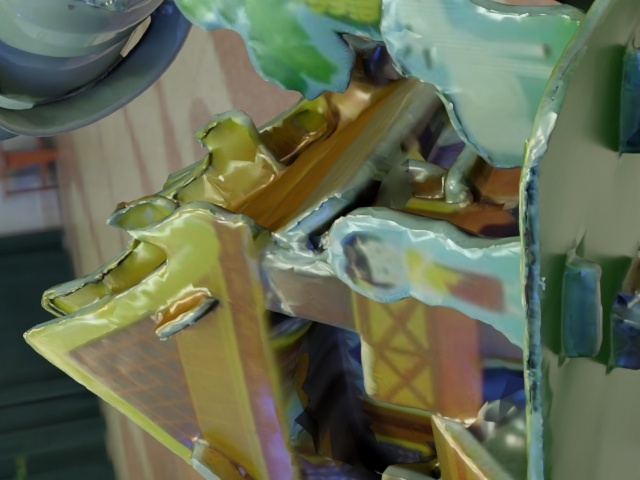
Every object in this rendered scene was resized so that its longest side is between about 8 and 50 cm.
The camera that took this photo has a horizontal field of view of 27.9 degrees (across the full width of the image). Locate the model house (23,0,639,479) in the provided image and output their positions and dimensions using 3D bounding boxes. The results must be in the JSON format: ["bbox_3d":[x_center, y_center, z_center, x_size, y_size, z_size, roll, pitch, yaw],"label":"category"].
[{"bbox_3d":[0.000,0.000,0.534,0.242,0.313,0.357,-57,-32,-42],"label":"model house"}]

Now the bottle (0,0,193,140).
[{"bbox_3d":[-0.205,-0.188,0.913,0.352,0.229,0.229,-11,87,59],"label":"bottle"}]
